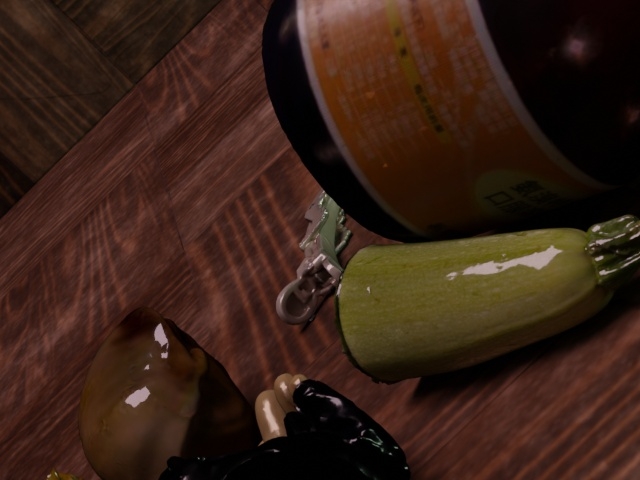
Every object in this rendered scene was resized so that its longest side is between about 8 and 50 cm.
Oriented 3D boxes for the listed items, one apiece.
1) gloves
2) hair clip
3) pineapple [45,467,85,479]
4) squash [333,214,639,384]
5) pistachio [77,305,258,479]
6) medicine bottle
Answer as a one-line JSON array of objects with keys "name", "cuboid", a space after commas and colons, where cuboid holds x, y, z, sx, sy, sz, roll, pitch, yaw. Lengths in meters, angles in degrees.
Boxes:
[{"name": "gloves", "cuboid": [-0.025, 0.148, 0.917, 0.164, 0.124, 0.203, -14, -3, 6]}, {"name": "hair clip", "cuboid": [0.000, 0.000, 1.290, 0.072, 0.034, 0.226, -39, 19, 20]}, {"name": "pineapple", "cuboid": [-0.162, 0.289, 0.966, 0.164, 0.140, 0.250, 25, 85, 28]}, {"name": "squash", "cuboid": [0.115, 0.024, 0.922, 0.224, 0.094, 0.094, -19, 32, 43]}, {"name": "pistachio", "cuboid": [-0.125, 0.133, 1.153, 0.210, 0.130, 0.165, -178, 90, -65]}, {"name": "medicine bottle", "cuboid": [0.171, -0.154, 0.932, 0.395, 0.242, 0.242, -23, 28, 38]}]
